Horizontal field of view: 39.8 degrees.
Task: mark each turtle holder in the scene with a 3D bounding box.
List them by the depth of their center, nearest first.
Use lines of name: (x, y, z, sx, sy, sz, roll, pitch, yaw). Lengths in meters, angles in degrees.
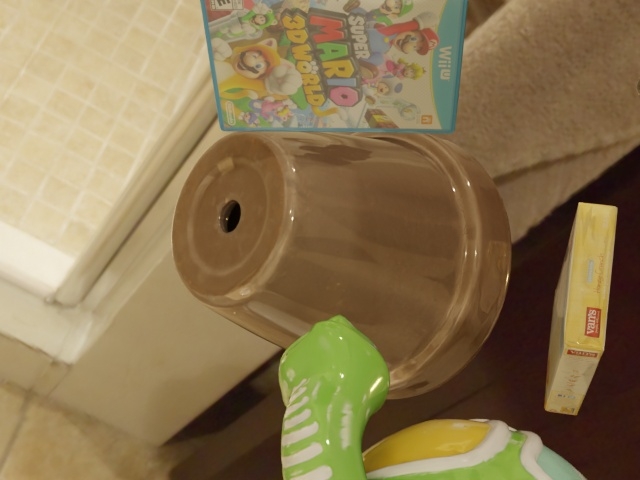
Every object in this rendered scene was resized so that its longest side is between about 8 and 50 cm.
turtle holder: (0.075, 0.226, 0.596, 0.320, 0.243, 0.227, 29, 31, 1)

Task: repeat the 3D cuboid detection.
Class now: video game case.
video game case: (0.009, -0.120, 0.584, 0.166, 0.119, 0.015, 1, 47, 4)

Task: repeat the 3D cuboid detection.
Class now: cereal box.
cereal box: (0.300, 0.087, 1.031, 0.047, 0.240, 0.173, 8, 65, 12)

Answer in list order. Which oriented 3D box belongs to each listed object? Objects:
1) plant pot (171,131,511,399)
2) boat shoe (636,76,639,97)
plant pot: (0.000, 0.000, 0.786, 0.229, 0.263, 0.263, 18, 50, -45)
boat shoe: (0.447, -0.109, 0.860, 0.104, 0.110, 0.307, 46, 4, -31)
